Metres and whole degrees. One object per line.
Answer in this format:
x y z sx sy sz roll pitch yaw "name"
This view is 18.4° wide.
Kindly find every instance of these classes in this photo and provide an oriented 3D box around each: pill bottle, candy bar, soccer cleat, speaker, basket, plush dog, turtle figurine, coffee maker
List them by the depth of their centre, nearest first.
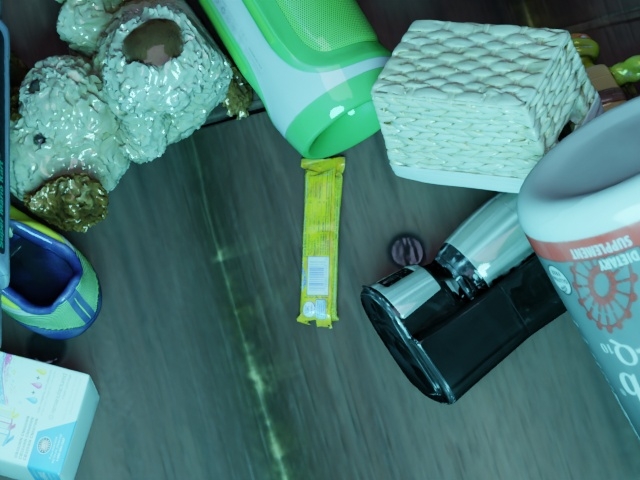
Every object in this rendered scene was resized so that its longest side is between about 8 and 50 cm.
0.326 0.070 1.593 0.210 0.210 0.363 -34 108 -10 "pill bottle"
0.140 -0.118 1.692 0.167 0.103 0.113 9 51 31 "basket"
0.150 0.061 1.706 0.178 0.120 0.171 -38 78 -10 "coffee maker"
-0.310 -0.019 1.726 0.289 0.121 0.093 35 76 10 "soccer cleat"
-0.194 -0.123 1.753 0.225 0.210 0.262 -37 48 3 "plush dog"
0.240 -0.104 1.774 0.269 0.087 0.217 -19 61 8 "turtle figurine"
0.000 0.000 1.776 0.040 0.018 0.161 1 73 4 "candy bar"
-0.042 -0.224 1.789 0.131 0.131 0.296 -28 75 -9 "speaker"

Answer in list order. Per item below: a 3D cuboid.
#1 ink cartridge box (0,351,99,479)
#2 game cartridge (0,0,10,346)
-0.273 0.149 1.692 0.143 0.090 0.092 14 74 3 "ink cartridge box"
-0.375 -0.067 1.664 0.230 0.068 0.355 -8 63 5 "game cartridge"
